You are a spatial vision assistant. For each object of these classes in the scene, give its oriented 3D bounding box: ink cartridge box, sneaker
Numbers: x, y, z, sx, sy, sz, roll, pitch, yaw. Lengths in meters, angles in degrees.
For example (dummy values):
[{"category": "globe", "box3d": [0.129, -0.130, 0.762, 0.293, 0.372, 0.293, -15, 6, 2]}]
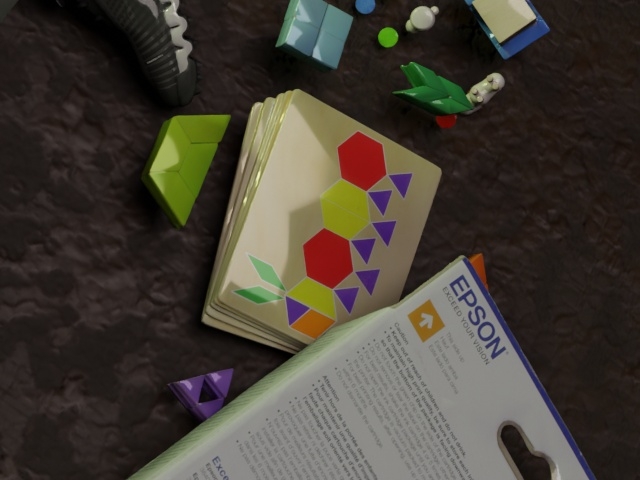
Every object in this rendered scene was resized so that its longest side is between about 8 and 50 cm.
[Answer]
[{"category": "ink cartridge box", "box3d": [0.049, 0.230, 1.304, 0.330, 0.071, 0.324, -34, 99, -31]}, {"category": "sneaker", "box3d": [-0.163, -0.193, 1.336, 0.106, 0.078, 0.234, -24, 102, -4]}]

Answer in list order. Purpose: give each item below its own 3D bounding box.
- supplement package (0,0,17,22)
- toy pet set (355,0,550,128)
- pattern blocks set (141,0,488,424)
[{"category": "supplement package", "box3d": [-0.294, -0.251, 1.253, 0.139, 0.134, 0.244, -9, 80, -27]}, {"category": "toy pet set", "box3d": [0.108, -0.163, 1.475, 0.114, 0.065, 0.122, -34, 88, 6]}, {"category": "pattern blocks set", "box3d": [0.000, 0.000, 1.364, 0.285, 0.026, 0.325, 36, 68, -20]}]
